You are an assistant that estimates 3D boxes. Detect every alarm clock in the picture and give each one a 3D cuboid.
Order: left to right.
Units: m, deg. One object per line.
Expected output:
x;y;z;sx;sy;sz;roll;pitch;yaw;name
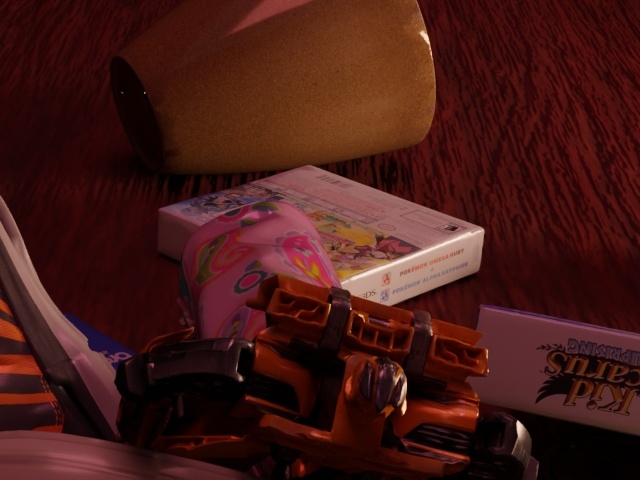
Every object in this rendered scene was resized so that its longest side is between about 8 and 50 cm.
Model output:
0.196;0.160;1.092;0.129;0.064;0.192;21;23;36;alarm clock

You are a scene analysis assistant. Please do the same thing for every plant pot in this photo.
-0.060;-0.158;1.679;0.254;0.237;0.237;-22;30;-19;plant pot

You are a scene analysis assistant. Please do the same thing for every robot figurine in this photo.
-0.011;0.091;0.913;0.211;0.085;0.291;17;-21;-13;robot figurine

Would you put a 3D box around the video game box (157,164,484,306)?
0.000;0.000;1.479;0.205;0.048;0.187;22;25;38;video game box

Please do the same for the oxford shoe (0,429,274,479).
0.027;0.202;0.879;0.449;0.130;0.169;11;-23;-2;oxford shoe

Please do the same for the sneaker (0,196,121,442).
-0.251;0.058;1.032;0.321;0.124;0.180;47;42;13;sneaker

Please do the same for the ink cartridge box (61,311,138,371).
-0.223;0.105;1.166;0.207;0.046;0.097;-16;30;-42;ink cartridge box

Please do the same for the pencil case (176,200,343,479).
-0.031;0.071;1.201;0.124;0.124;0.284;0;22;-11;pencil case

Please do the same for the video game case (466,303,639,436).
0.229;0.097;1.122;0.244;0.061;0.269;11;-2;13;video game case
